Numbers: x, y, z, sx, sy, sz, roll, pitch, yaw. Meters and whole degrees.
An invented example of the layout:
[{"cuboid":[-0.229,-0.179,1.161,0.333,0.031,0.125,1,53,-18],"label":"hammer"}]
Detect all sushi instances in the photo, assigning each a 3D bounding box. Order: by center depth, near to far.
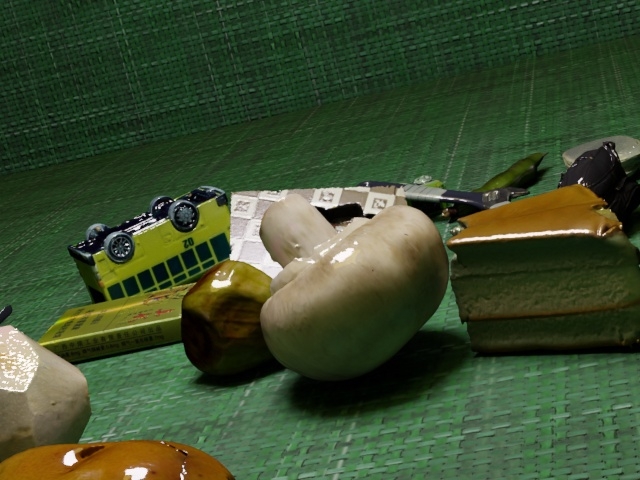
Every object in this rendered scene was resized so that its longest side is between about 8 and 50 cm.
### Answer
[{"cuboid":[0.000,0.000,2.028,0.280,0.043,0.192,-5,52,4],"label":"sushi"}]

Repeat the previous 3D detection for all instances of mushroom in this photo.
[{"cuboid":[0.024,0.040,1.594,0.254,0.234,0.260,-38,-2,-8],"label":"mushroom"}]

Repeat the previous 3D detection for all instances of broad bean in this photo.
[{"cuboid":[0.315,-0.097,2.248,0.060,0.043,0.297,-14,12,46],"label":"broad bean"}]

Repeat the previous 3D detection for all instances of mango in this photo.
[{"cuboid":[-0.190,0.256,1.180,0.201,0.152,0.287,-32,22,-37],"label":"mango"}]

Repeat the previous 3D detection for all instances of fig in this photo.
[{"cuboid":[-0.101,0.101,1.720,0.166,0.144,0.154,5,49,-3],"label":"fig"}]

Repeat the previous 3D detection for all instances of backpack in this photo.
[{"cuboid":[0.400,-0.065,1.908,0.106,0.120,0.165,-31,2,38],"label":"backpack"}]

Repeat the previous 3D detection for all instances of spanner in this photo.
[{"cuboid":[0.201,-0.077,2.180,0.316,0.024,0.087,8,38,31],"label":"spanner"}]

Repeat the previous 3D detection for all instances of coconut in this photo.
[{"cuboid":[-0.364,0.211,1.446,0.237,0.197,0.237,-8,24,4],"label":"coconut"}]

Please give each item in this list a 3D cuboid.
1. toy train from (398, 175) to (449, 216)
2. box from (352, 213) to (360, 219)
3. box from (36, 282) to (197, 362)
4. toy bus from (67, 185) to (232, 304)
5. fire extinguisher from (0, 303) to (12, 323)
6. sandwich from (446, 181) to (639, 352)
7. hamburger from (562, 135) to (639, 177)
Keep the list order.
[{"cuboid":[0.124,-0.056,2.247,0.202,0.060,0.081,-20,21,-12],"label":"toy train"},{"cuboid":[0.083,-0.015,2.077,0.054,0.083,0.024,-10,3,19],"label":"box"},{"cuboid":[-0.265,0.120,1.995,0.311,0.043,0.173,-11,14,10],"label":"box"},{"cuboid":[-0.271,0.016,2.184,0.262,0.150,0.128,-26,18,-22],"label":"toy bus"},{"cuboid":[-0.650,0.153,2.098,0.337,0.114,0.135,-4,38,33],"label":"fire extinguisher"},{"cuboid":[0.256,0.048,1.535,0.198,0.155,0.227,-17,14,0],"label":"sandwich"},{"cuboid":[0.473,-0.129,2.175,0.140,0.062,0.133,-11,19,8],"label":"hamburger"}]
